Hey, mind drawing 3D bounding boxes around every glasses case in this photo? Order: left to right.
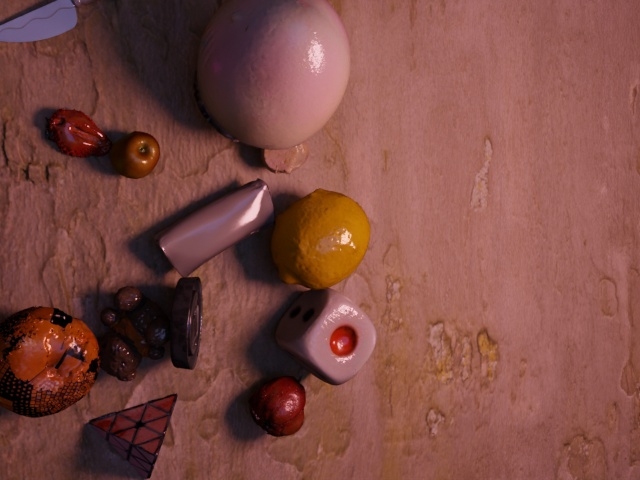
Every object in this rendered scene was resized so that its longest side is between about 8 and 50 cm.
[{"bbox_3d":[-0.251,-0.031,1.616,0.308,0.083,0.128,-32,112,-23],"label":"glasses case"}]

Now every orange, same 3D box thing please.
[{"bbox_3d":[-0.589,0.255,1.398,0.235,0.182,0.234,-6,99,-38],"label":"orange"}]

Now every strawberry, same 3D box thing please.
[{"bbox_3d":[-0.538,-0.237,1.475,0.152,0.048,0.103,19,87,-24],"label":"strawberry"}]

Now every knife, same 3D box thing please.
[{"bbox_3d":[-0.563,-0.507,1.458,0.331,0.044,0.080,-38,116,-15],"label":"knife"}]

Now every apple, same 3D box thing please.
[{"bbox_3d":[-0.417,-0.194,1.508,0.114,0.102,0.099,-39,111,-28],"label":"apple"}]

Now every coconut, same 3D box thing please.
[{"bbox_3d":[-0.090,-0.227,1.673,0.116,0.122,0.116,2,110,7],"label":"coconut"}]

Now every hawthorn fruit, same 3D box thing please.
[{"bbox_3d":[-0.097,0.413,1.690,0.148,0.148,0.172,52,51,-20],"label":"hawthorn fruit"}]

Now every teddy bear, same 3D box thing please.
[{"bbox_3d":[-0.432,0.222,1.516,0.177,0.140,0.190,40,82,8],"label":"teddy bear"}]

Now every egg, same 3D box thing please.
[{"bbox_3d":[-0.088,-0.423,1.483,0.355,0.340,0.354,8,66,-18],"label":"egg"}]

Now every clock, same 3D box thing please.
[{"bbox_3d":[-0.307,0.189,1.527,0.042,0.215,0.214,2,92,-2],"label":"clock"}]

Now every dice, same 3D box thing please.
[{"bbox_3d":[0.015,0.244,1.706,0.193,0.192,0.194,44,74,-24],"label":"dice"}]

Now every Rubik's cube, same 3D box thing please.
[{"bbox_3d":[-0.442,0.489,1.566,0.191,0.211,0.178,5,114,4],"label":"Rubik's cube"}]

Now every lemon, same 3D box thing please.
[{"bbox_3d":[0.000,0.000,1.667,0.288,0.233,0.233,-44,111,-15],"label":"lemon"}]
